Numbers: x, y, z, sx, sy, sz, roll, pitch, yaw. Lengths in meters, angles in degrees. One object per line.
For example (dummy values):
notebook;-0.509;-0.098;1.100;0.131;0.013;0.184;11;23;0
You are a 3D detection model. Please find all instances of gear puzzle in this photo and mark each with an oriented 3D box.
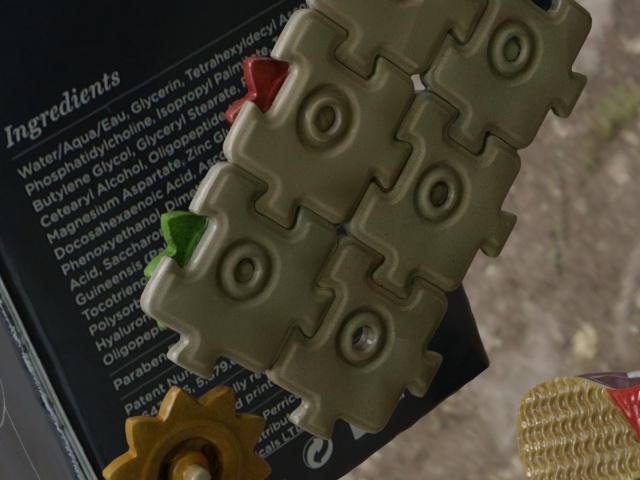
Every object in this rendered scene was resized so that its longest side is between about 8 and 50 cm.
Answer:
gear puzzle;0.000;0.000;0.950;0.044;0.175;0.339;22;83;54

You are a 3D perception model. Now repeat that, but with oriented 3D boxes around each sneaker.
sneaker;0.181;0.094;1.014;0.185;0.084;0.069;-18;73;52

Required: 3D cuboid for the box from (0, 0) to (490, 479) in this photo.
box;-0.194;-0.097;1.302;0.297;0.471;0.480;-34;32;-21
